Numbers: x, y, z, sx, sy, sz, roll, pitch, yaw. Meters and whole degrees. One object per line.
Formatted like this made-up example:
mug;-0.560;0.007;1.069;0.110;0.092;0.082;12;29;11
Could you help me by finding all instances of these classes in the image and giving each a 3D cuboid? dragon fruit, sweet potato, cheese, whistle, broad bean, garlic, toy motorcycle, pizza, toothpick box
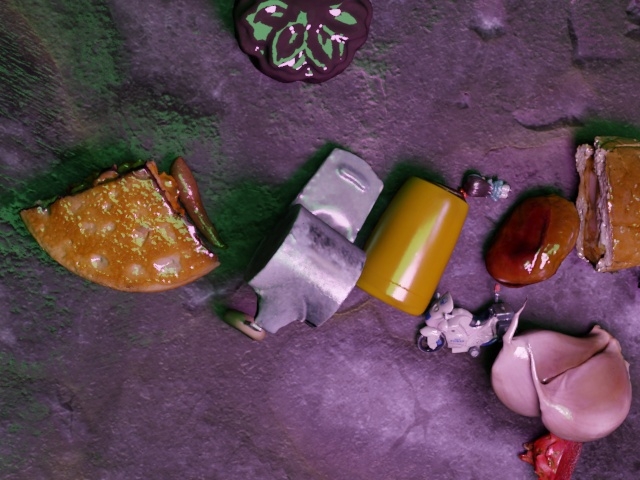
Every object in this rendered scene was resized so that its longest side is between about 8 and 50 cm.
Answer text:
dragon fruit;0.510;0.471;2.091;0.111;0.153;0.153;21;98;30
sweet potato;-0.255;-0.070;1.910;0.050;0.050;0.214;-26;101;-3
cheese;-0.145;0.172;1.895;0.097;0.192;0.037;32;79;-9
whistle;-0.010;0.002;1.870;0.168;0.404;0.188;36;135;-13
broad bean;0.452;0.002;1.987;0.228;0.156;0.122;-49;144;-4
garlic;0.504;0.298;1.957;0.340;0.231;0.246;22;113;-40
toy motorcycle;0.319;0.176;2.013;0.221;0.102;0.150;-6;121;-4
pizza;-0.394;-0.033;1.863;0.409;0.114;0.277;9;102;-6
toothpick box;0.190;0.002;1.925;0.175;0.175;0.271;27;92;-11

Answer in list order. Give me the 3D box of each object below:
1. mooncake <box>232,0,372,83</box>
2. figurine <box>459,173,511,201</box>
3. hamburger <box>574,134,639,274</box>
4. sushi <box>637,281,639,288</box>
mooncake;-0.036;-0.447;1.834;0.283;0.141;0.283;-2;99;-10
figurine;0.352;-0.109;1.994;0.106;0.047;0.060;9;134;-16
hamburger;0.652;-0.076;1.981;0.211;0.132;0.308;-10;103;-22
sushi;0.841;0.116;2.012;0.219;0.238;0.225;-41;91;6
